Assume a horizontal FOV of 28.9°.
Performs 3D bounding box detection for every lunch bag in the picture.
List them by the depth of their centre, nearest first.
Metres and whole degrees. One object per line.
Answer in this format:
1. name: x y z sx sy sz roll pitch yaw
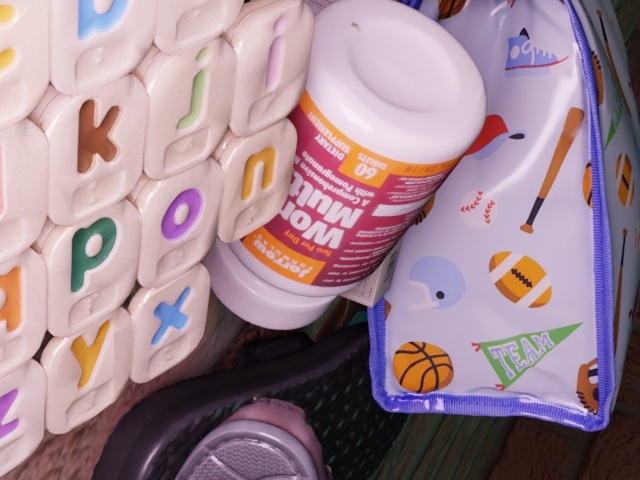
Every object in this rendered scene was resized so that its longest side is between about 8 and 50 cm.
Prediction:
1. lunch bag: 0.154 -0.087 1.048 0.328 0.238 0.386 -52 141 -65

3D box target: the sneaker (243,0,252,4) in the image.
1. sneaker: -0.070 -0.099 0.635 0.217 0.079 0.121 81 32 -63

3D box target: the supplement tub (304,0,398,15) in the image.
1. supplement tub: 0.008 -0.155 0.847 0.071 0.071 0.107 86 28 -56

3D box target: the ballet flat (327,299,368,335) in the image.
1. ballet flat: 0.045 0.087 1.319 0.067 0.073 0.206 -46 -177 46

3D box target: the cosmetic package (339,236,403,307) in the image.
1. cosmetic package: 0.000 0.000 0.932 0.041 0.115 0.060 -40 149 -61

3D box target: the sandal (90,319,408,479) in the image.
1. sandal: -0.046 0.139 1.023 0.445 0.107 0.168 0 111 -60

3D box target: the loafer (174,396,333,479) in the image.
1. loafer: -0.047 0.209 0.879 0.095 0.109 0.303 -61 164 -49

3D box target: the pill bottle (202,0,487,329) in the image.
1. pill bottle: 0.005 -0.040 0.795 0.121 0.121 0.221 -54 179 -43

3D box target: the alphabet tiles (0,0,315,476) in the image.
1. alphabet tiles: -0.109 -0.016 0.575 0.284 0.021 0.278 -31 144 -39
